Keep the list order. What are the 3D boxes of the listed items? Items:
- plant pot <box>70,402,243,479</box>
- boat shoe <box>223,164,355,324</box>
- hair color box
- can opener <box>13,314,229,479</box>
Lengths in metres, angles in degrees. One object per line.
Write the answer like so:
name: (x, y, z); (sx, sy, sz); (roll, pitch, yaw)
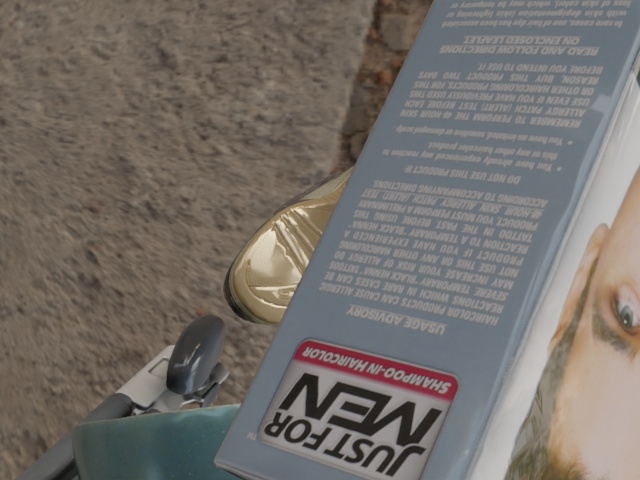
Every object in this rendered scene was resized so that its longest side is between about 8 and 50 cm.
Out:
plant pot: (-0.030, 0.220, 0.845); (0.290, 0.290, 0.195); (-3, 79, -19)
boat shoe: (0.000, 0.000, 1.103); (0.103, 0.092, 0.285); (53, 47, -7)
hair color box: (0.122, -0.027, 0.507); (0.185, 0.114, 0.374); (42, 67, -43)
can opener: (-0.174, 0.155, 1.044); (0.076, 0.283, 0.095); (21, 121, 18)
